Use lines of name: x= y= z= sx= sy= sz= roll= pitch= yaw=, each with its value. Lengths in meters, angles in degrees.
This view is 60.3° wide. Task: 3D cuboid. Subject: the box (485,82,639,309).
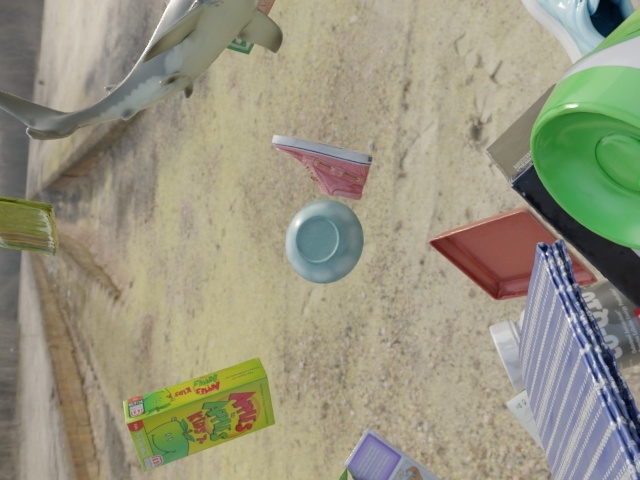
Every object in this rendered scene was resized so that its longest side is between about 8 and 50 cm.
box: x=0.443 y=-0.084 z=0.876 sx=0.183 sy=0.296 sz=0.294 roll=-46 pitch=6 yaw=19

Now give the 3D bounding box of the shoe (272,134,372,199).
shoe: x=-0.005 y=-0.124 z=0.926 sx=0.063 sy=0.177 sz=0.081 roll=-31 pitch=-45 yaw=-69

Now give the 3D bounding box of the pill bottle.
pill bottle: x=0.476 y=0.178 z=1.025 sx=0.283 sy=0.161 sz=0.161 roll=-23 pitch=59 yaw=15

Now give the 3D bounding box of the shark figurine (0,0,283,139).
shark figurine: x=-0.150 y=-0.185 z=0.488 sx=0.278 sy=0.166 sz=0.116 roll=-36 pitch=78 yaw=15

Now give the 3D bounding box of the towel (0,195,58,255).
towel: x=-0.491 y=-0.020 z=0.908 sx=0.237 sy=0.102 sz=0.021 roll=143 pitch=131 yaw=-61

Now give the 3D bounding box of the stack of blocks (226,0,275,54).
stack of blocks: x=-0.148 y=-0.404 z=0.718 sx=0.171 sy=0.087 sz=0.297 roll=-55 pitch=51 yaw=32

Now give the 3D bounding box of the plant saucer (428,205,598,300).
plant saucer: x=0.413 y=0.028 z=1.193 sx=0.258 sy=0.259 sz=0.048 roll=-22 pitch=37 yaw=51

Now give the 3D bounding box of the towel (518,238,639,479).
towel: x=0.270 y=0.194 z=0.557 sx=0.336 sy=0.040 sz=0.243 roll=-91 pitch=-7 yaw=-46

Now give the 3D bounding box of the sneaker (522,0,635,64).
sneaker: x=0.511 y=-0.460 z=1.052 sx=0.366 sy=0.135 sz=0.150 roll=62 pitch=172 yaw=19

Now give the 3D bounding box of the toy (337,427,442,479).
toy: x=0.105 y=0.299 z=0.507 sx=0.237 sy=0.137 sz=0.056 roll=31 pitch=162 yaw=20

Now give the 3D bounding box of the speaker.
speaker: x=0.266 y=-0.129 z=0.334 sx=0.296 sy=0.131 sz=0.131 roll=-43 pitch=29 yaw=-11

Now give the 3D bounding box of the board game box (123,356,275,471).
board game box: x=-0.157 y=0.229 z=0.732 sx=0.043 sy=0.181 sz=0.092 roll=-130 pitch=30 yaw=-55

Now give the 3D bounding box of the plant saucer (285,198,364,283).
plant saucer: x=0.000 y=0.000 z=1.238 sx=0.194 sy=0.037 sz=0.195 roll=-3 pitch=84 yaw=23

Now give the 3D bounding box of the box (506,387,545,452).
box: x=0.361 y=0.250 z=0.830 sx=0.102 sy=0.087 sz=0.101 roll=53 pitch=153 yaw=23
